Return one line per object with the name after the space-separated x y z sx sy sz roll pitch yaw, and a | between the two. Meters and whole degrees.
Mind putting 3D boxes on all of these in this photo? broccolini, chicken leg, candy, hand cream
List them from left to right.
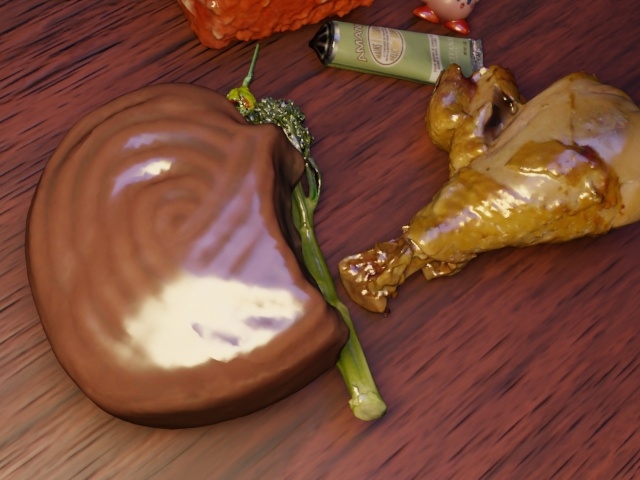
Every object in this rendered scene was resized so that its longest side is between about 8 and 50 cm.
-0.087 -0.196 1.160 0.035 0.035 0.123 39 47 -30 | candy
-0.005 0.002 1.027 0.079 0.074 0.392 -32 59 18 | broccolini
0.102 -0.238 1.214 0.235 0.055 0.086 6 66 -15 | hand cream
0.184 -0.073 1.115 0.409 0.182 0.295 -32 66 -9 | chicken leg

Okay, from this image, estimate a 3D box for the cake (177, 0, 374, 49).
-0.085 -0.438 1.136 0.270 0.269 0.319 -23 65 -22 | cake

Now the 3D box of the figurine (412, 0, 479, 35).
0.167 -0.318 1.257 0.083 0.071 0.067 14 20 -16 | figurine

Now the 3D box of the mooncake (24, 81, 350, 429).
-0.124 0.020 0.926 0.334 0.174 0.325 18 71 13 | mooncake
